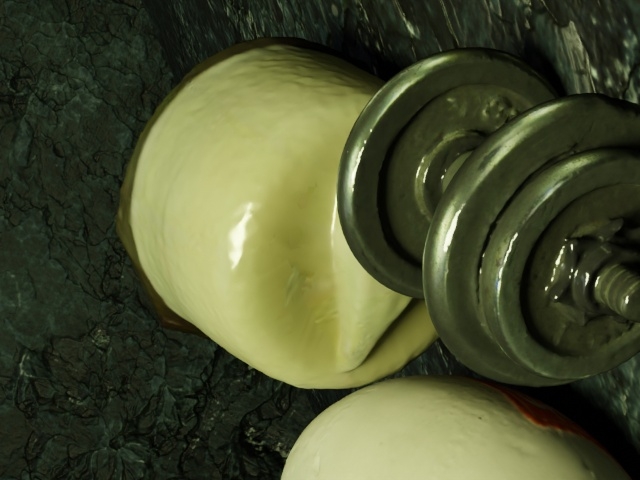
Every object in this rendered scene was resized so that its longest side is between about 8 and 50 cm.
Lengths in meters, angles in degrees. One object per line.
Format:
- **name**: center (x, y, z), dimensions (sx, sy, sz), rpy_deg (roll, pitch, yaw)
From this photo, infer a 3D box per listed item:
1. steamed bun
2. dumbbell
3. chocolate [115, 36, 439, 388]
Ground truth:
- **steamed bun**: center (0.149, 0.261, 0.921), dimensions (0.374, 0.241, 0.374), rpy_deg (36, 164, 12)
- **dumbbell**: center (0.123, -0.020, 0.679), dimensions (0.290, 0.192, 0.192), rpy_deg (46, 156, 59)
- **chocolate**: center (0.000, 0.000, 0.977), dimensions (0.297, 0.314, 0.326), rpy_deg (44, 156, 49)
